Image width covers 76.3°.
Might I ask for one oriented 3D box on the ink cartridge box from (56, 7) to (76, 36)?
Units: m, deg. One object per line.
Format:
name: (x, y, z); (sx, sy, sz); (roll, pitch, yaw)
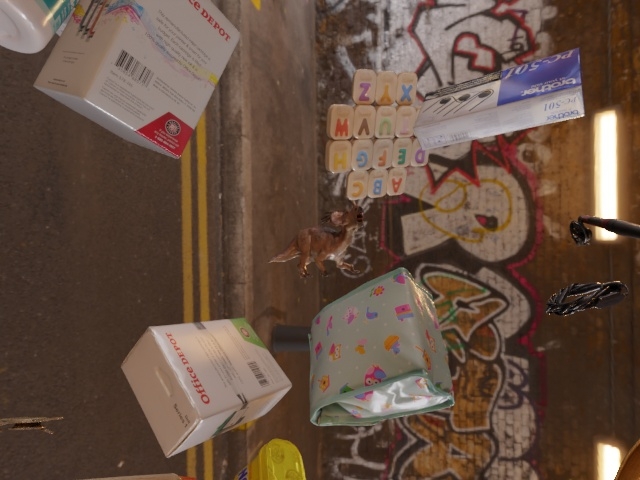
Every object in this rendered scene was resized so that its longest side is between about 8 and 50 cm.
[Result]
ink cartridge box: (-0.474, -0.446, 0.935); (0.223, 0.223, 0.045); (-157, -97, -75)

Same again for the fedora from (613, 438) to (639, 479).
fedora: (0.301, 0.209, 0.264); (0.079, 0.194, 0.195); (69, 22, -79)

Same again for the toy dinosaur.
toy dinosaur: (0.000, 0.000, 1.146); (0.127, 0.295, 0.201); (3, 82, -69)

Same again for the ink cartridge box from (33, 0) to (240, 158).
ink cartridge box: (-0.208, -0.213, 0.477); (0.128, 0.127, 0.176); (33, 81, -56)

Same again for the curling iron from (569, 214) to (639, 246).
curling iron: (0.582, -0.016, 0.805); (0.274, 0.035, 0.068); (-65, 147, -86)

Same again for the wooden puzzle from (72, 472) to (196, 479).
wooden puzzle: (-0.354, 0.504, 0.829); (0.239, 0.220, 0.044); (85, 0, -52)

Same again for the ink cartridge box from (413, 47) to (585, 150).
ink cartridge box: (0.242, -0.191, 0.566); (0.046, 0.207, 0.097); (55, 45, -35)

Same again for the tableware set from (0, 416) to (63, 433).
tableware set: (-0.718, 0.430, 0.930); (0.194, 0.128, 0.039); (45, 41, -64)

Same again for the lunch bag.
lunch bag: (0.089, 0.211, 0.762); (0.160, 0.262, 0.224); (41, 33, -36)

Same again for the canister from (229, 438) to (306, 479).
canister: (-0.101, 0.414, 0.635); (0.073, 0.170, 0.126); (29, 24, -30)

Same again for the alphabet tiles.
alphabet tiles: (0.139, -0.230, 0.912); (0.021, 0.284, 0.278); (36, -51, 53)

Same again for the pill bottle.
pill bottle: (-0.458, -0.447, 0.656); (0.146, 0.146, 0.264); (66, 38, -61)

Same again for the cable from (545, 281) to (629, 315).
cable: (0.646, 0.139, 1.021); (0.150, 0.184, 0.047); (-71, 140, -84)

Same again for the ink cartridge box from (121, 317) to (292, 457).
ink cartridge box: (-0.173, 0.215, 0.648); (0.160, 0.093, 0.219); (48, 17, 25)
